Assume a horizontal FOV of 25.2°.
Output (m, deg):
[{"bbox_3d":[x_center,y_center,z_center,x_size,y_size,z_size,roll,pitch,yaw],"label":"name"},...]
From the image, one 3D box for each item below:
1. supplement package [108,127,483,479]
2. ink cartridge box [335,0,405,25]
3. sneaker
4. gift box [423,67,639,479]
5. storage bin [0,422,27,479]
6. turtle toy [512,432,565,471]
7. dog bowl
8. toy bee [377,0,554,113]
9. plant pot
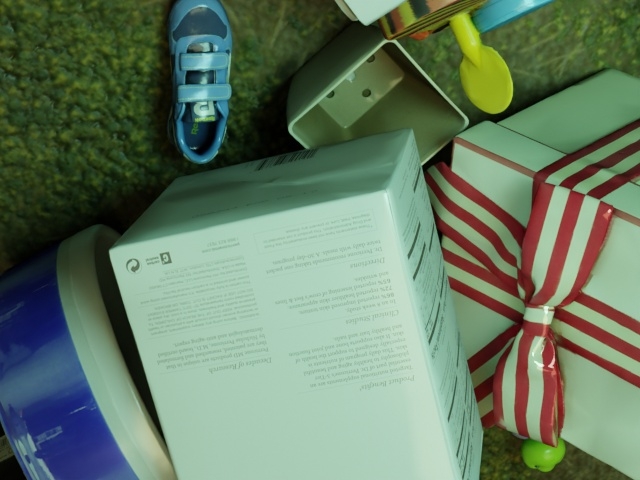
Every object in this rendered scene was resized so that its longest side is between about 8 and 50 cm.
[{"bbox_3d":[-0.005,0.080,1.059,0.199,0.198,0.263,-11,105,12],"label":"supplement package"},{"bbox_3d":[0.131,-0.352,0.886,0.395,0.285,0.166,-30,124,18],"label":"ink cartridge box"},{"bbox_3d":[-0.094,-0.127,1.138,0.053,0.059,0.144,-4,121,-11],"label":"sneaker"},{"bbox_3d":[0.224,0.024,1.183,0.258,0.276,0.255,-28,129,-42],"label":"gift box"},{"bbox_3d":[-0.252,0.206,1.226,0.122,0.180,0.084,-28,125,2],"label":"storage bin"},{"bbox_3d":[0.215,0.166,1.401,0.095,0.066,0.130,-12,123,-8],"label":"turtle toy"},{"bbox_3d":[-0.165,0.126,1.150,0.104,0.265,0.265,-25,124,5],"label":"dog bowl"},{"bbox_3d":[0.109,-0.187,1.091,0.162,0.195,0.298,-24,161,38],"label":"toy bee"},{"bbox_3d":[0.035,-0.114,1.160,0.109,0.096,0.109,-41,123,10],"label":"plant pot"}]
